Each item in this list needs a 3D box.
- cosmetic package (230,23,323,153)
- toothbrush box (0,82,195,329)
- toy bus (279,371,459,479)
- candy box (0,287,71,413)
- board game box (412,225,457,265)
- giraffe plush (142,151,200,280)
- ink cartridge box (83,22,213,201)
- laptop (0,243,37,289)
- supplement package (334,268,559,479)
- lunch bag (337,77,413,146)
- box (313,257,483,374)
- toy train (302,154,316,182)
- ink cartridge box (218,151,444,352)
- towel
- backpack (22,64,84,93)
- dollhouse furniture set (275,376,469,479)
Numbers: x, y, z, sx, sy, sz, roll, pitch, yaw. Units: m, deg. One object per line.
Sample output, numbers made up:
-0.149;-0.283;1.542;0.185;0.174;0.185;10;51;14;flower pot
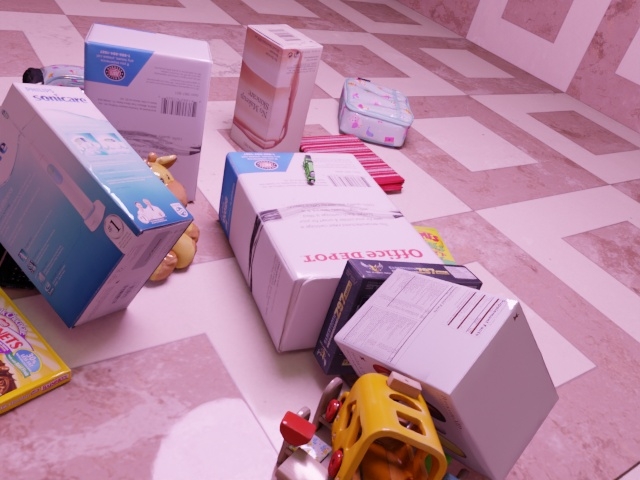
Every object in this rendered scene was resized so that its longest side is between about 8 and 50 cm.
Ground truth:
-0.115;-0.360;1.435;0.129;0.296;0.153;-20;46;-40;cosmetic package
-0.371;-0.056;0.877;0.295;0.216;0.126;46;24;9;toothbrush box
0.072;0.200;0.644;0.202;0.105;0.190;37;17;35;toy bus
-0.450;0.146;0.812;0.205;0.027;0.105;36;35;26;candy box
0.228;0.039;1.237;0.092;0.043;0.181;4;36;-17;board game box
-0.295;-0.061;1.012;0.210;0.171;0.181;22;32;-16;giraffe plush
-0.348;-0.245;1.163;0.223;0.308;0.129;4;34;-18;ink cartridge box
-0.479;-0.043;0.972;0.264;0.137;0.234;7;36;-14;laptop
0.165;0.171;0.772;0.149;0.194;0.203;-45;32;-22;supplement package
0.169;-0.395;1.771;0.223;0.108;0.279;12;34;-6;lunch bag
0.123;0.123;0.923;0.232;0.184;0.059;4;27;-27;box
-0.020;-0.137;1.102;0.017;0.024;0.083;5;33;-14;toy train
0.000;0.000;1.085;0.285;0.166;0.395;-3;37;-25;ink cartridge box
0.072;-0.203;1.528;0.198;0.031;0.275;-8;39;-29;towel
-0.519;-0.308;1.223;0.181;0.115;0.152;-4;36;-31;backpack
0.047;0.283;0.707;0.212;0.161;0.242;32;37;22;dollhouse furniture set
